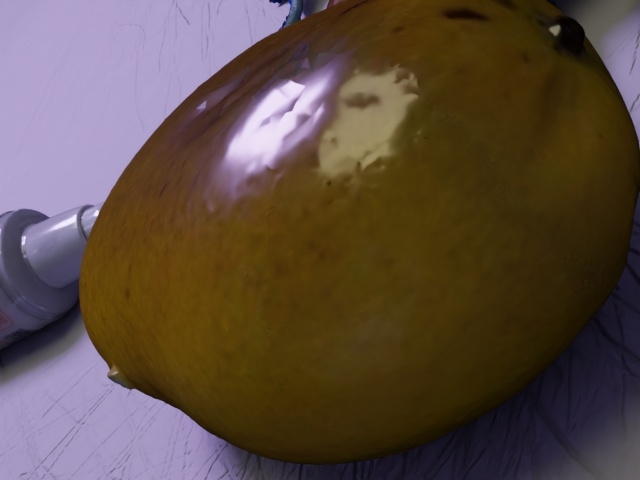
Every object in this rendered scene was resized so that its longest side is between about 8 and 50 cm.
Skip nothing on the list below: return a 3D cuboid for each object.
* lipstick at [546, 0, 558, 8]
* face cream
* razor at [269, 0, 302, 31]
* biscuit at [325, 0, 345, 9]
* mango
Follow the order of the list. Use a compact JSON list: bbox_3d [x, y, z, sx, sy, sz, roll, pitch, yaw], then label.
[{"bbox_3d":[0.147,-0.127,1.213,0.053,0.053,0.234,-36,29,15],"label":"lipstick"},{"bbox_3d":[-0.252,0.028,1.483,0.251,0.101,0.101,-27,31,31],"label":"face cream"},{"bbox_3d":[-0.058,-0.144,1.525,0.056,0.093,0.324,6,50,12],"label":"razor"},{"bbox_3d":[0.101,-0.270,1.381,0.359,0.046,0.359,-54,14,20],"label":"biscuit"},{"bbox_3d":[0.000,0.000,1.071,0.445,0.220,0.301,-24,38,51],"label":"mango"}]
